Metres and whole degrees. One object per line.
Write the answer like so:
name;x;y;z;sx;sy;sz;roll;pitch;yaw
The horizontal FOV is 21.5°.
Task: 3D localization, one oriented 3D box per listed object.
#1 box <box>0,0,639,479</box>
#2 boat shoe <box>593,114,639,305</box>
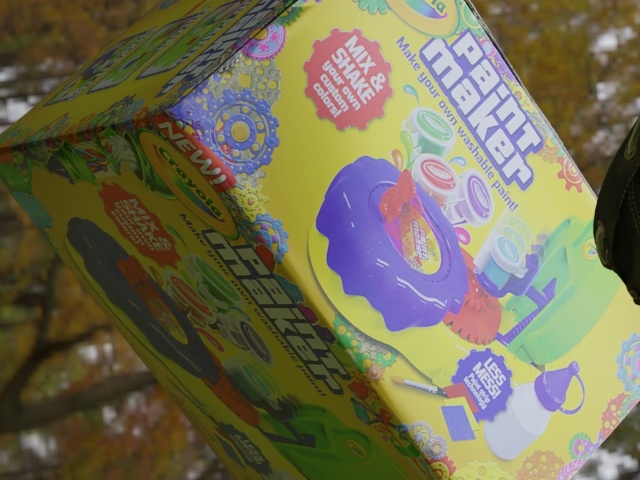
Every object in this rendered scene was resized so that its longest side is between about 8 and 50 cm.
box;0.000;0.000;0.959;0.290;0.177;0.279;54;-25;-16
boat shoe;0.171;-0.079;0.674;0.079;0.084;0.233;51;-53;59
